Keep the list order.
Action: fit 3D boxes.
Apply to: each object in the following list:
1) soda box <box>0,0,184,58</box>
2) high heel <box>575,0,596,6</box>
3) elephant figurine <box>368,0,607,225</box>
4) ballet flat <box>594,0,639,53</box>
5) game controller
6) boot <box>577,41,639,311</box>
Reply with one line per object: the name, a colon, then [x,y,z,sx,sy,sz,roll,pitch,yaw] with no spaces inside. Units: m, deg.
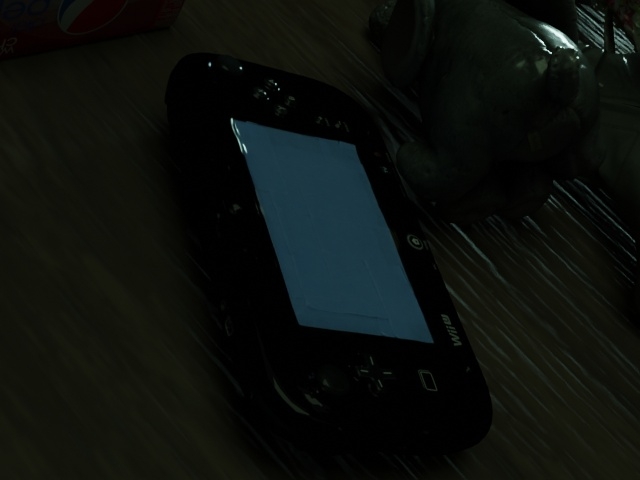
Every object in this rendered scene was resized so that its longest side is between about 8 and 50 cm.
soda box: [-0.213,-0.186,0.863,0.263,0.083,0.092,-19,60,-41]
high heel: [0.333,-0.202,0.954,0.186,0.093,0.261,-27,39,-14]
elephant figurine: [0.102,-0.145,0.912,0.169,0.186,0.240,21,45,-52]
ballet flat: [0.290,-0.128,1.073,0.091,0.077,0.241,35,40,-65]
game controller: [0.000,0.000,0.800,0.166,0.067,0.319,3,47,-26]
boot: [0.216,-0.053,0.967,0.161,0.083,0.247,8,60,13]
